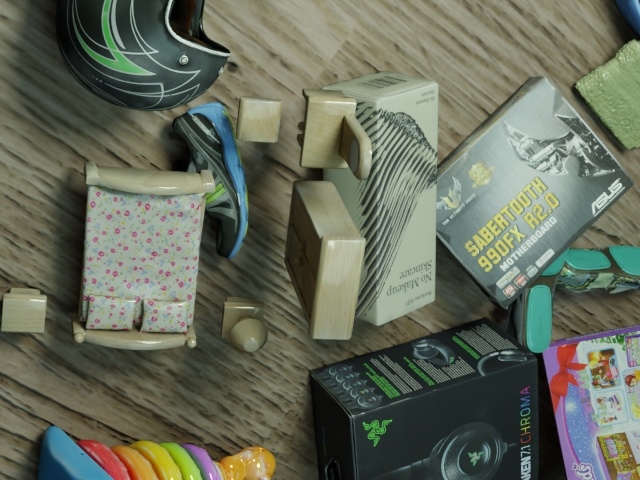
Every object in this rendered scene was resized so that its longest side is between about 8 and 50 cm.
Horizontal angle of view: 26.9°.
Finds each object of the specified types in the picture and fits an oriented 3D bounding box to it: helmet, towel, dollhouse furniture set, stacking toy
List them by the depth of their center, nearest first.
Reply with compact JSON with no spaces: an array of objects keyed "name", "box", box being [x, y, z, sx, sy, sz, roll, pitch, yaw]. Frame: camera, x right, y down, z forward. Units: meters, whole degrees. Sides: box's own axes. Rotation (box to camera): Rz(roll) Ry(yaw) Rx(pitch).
[{"name":"helmet","box":[-0.179,-0.209,1.344,0.169,0.169,0.161,-11,97,-23]},{"name":"dollhouse furniture set","box":[-0.145,-0.005,1.395,0.355,0.174,0.303,2,114,-14]},{"name":"stacking toy","box":[-0.179,0.297,1.599,0.302,0.175,0.166,-9,117,-39]},{"name":"towel","box":[0.402,-0.185,1.717,0.110,0.027,0.148,-37,127,21]}]

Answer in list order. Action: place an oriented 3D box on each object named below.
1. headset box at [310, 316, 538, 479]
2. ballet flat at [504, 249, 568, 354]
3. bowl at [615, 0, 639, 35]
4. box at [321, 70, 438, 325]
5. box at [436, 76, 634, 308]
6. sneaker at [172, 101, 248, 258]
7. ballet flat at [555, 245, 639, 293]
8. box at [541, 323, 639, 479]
[{"name":"headset box","box":[0.128,0.265,1.733,0.283,0.131,0.246,-14,117,-21]},{"name":"ballet flat","box":[0.275,0.046,1.743,0.074,0.074,0.203,5,96,-29]},{"name":"bowl","box":[0.522,-0.400,1.673,0.391,0.077,0.391,-11,116,-23]},{"name":"box","box":[0.069,-0.051,1.562,0.113,0.094,0.275,-22,119,-40]},{"name":"box","box":[0.244,-0.060,1.658,0.231,0.056,0.183,-43,103,-4]},{"name":"sneaker","box":[-0.124,-0.066,1.508,0.078,0.067,0.188,-11,120,1]},{"name":"ballet flat","box":[0.384,0.043,1.816,0.188,0.070,0.070,4,110,-26]},{"name":"box","box":[0.423,0.264,1.816,0.201,0.057,0.293,-11,93,6]}]
